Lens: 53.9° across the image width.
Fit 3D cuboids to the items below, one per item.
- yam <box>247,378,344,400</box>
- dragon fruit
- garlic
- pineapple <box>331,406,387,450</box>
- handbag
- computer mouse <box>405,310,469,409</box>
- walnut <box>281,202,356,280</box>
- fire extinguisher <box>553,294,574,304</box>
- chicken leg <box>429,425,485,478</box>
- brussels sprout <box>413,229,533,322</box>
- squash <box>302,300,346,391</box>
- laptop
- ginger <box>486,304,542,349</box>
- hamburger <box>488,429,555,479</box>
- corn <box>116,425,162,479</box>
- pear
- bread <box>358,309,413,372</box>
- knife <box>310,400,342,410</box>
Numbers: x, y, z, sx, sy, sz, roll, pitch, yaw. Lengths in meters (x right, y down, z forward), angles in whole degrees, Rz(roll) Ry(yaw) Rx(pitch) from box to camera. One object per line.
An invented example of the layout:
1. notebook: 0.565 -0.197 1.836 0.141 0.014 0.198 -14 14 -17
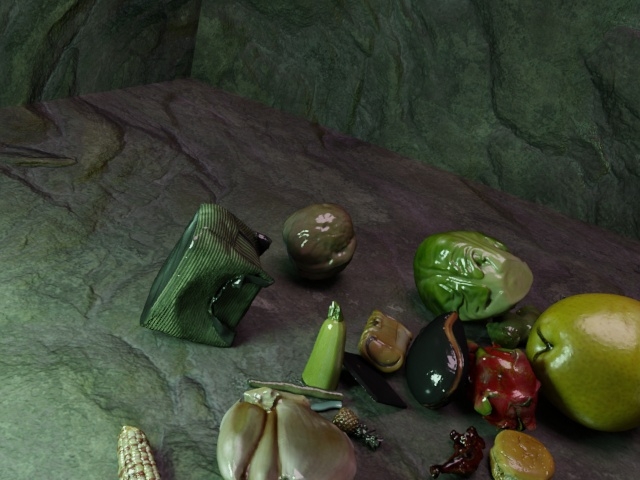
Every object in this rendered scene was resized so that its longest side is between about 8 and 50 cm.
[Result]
1. yam: -0.058 0.350 1.493 0.234 0.029 0.027 11 37 -7
2. dragon fruit: 0.436 0.363 1.587 0.198 0.200 0.269 -10 5 -21
3. garlic: -0.065 0.420 1.227 0.279 0.132 0.325 9 24 -11
4. pineapple: 0.085 0.426 1.407 0.124 0.058 0.058 35 29 9
5. handbag: -0.274 0.097 1.577 0.240 0.340 0.247 26 24 -20
6. computer mouse: 0.295 0.295 1.626 0.116 0.183 0.323 36 23 -10
7. walnut: 0.001 0.001 1.980 0.248 0.248 0.248 12 26 -6
8. fire extinguisher: 0.918 0.260 2.150 0.269 0.105 0.105 19 26 7
9. chicken leg: 0.314 0.482 1.409 0.089 0.048 0.219 23 26 22
10. brussels sprout: 0.465 0.113 1.947 0.281 0.289 0.355 -8 7 -40
11. squash: 0.019 0.250 1.523 0.094 0.224 0.094 10 19 -4
12. laptop: 0.122 0.341 1.566 0.135 0.016 0.197 24 14 -44
13. ginger: 0.623 0.264 1.982 0.290 0.089 0.137 -11 17 -37
14. hamburger: 0.453 0.498 1.414 0.138 0.083 0.147 20 29 0
15. corn: -0.325 0.425 1.137 0.079 0.079 0.237 1 29 -28
16. pear: 0.743 0.315 1.650 0.418 0.362 0.362 11 25 -21
17. bread: 0.173 0.273 1.707 0.134 0.081 0.225 32 21 7
18. knife: -0.039 0.389 1.441 0.210 0.015 0.028 -1 36 -30
